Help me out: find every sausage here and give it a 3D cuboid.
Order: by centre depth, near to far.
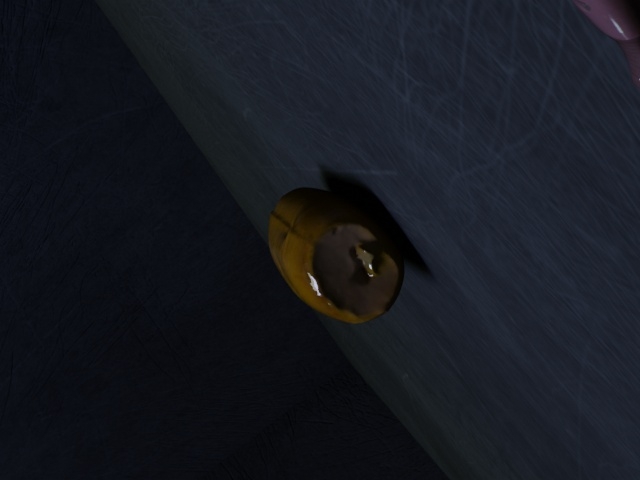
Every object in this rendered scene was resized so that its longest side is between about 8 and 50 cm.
[{"bbox_3d":[0.002,0.006,1.342,0.112,0.112,0.328,54,176,-12],"label":"sausage"}]

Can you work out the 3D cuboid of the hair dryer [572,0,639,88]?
[{"bbox_3d":[0.073,-0.089,0.373,0.106,0.054,0.154,44,-179,37],"label":"hair dryer"}]
